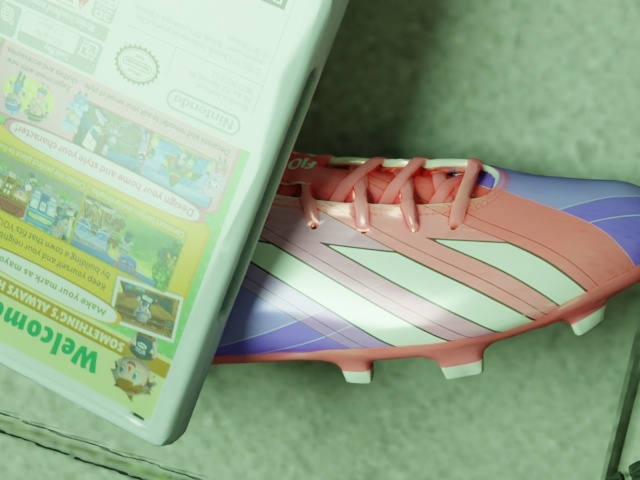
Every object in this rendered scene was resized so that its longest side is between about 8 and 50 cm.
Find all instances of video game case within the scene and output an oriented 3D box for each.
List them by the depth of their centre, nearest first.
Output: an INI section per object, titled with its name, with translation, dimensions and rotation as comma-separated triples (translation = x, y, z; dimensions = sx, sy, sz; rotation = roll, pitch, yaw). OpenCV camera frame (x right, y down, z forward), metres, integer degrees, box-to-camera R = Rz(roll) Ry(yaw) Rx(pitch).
[video game case]
translation = -0.109, -0.058, 0.587
dimensions = 0.212, 0.023, 0.193
rotation = 25, 104, 16

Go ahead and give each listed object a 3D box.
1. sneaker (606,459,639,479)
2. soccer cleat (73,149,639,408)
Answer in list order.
[sneaker]
translation = 0.118, 0.143, 0.637
dimensions = 0.162, 0.063, 0.073
rotation = -39, 109, 15
[soccer cleat]
translation = 0.000, 0.000, 0.601
dimensions = 0.248, 0.083, 0.095
rotation = -10, 105, 21
